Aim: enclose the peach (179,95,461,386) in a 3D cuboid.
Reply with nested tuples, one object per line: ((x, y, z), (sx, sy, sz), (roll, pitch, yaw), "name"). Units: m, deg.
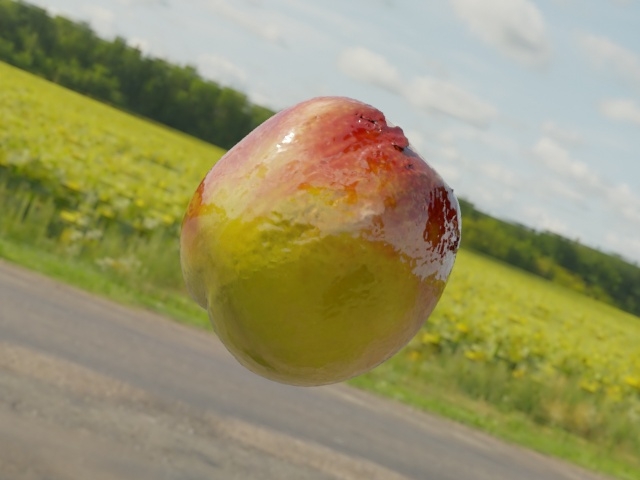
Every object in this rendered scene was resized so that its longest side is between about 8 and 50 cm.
((0.000, 0.000, 1.121), (0.231, 0.231, 0.231), (23, 2, -1), "peach")
